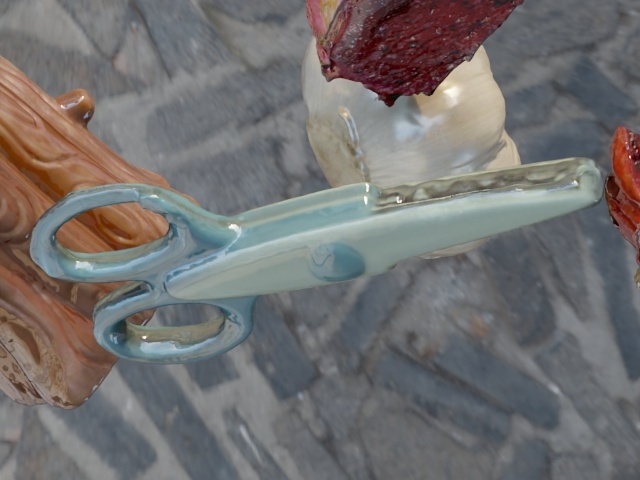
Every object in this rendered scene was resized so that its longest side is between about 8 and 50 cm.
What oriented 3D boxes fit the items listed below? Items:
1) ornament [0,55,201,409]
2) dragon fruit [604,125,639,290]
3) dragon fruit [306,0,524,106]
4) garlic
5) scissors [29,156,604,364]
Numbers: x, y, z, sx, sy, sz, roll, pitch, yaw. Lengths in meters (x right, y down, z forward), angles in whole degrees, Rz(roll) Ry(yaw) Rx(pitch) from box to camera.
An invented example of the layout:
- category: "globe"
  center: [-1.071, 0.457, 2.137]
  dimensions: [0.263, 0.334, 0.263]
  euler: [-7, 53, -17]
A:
- category: "ornament"
  center: [-0.246, -0.012, 1.230]
  dimensions: [0.235, 0.221, 0.217]
  euler: [-25, 129, 27]
- category: "dragon fruit"
  center: [0.299, -0.020, 1.384]
  dimensions: [0.122, 0.092, 0.192]
  euler: [-40, 137, -6]
- category: "dragon fruit"
  center: [0.076, -0.208, 1.181]
  dimensions: [0.163, 0.189, 0.261]
  euler: [23, 142, -15]
- category: "garlic"
  center: [0.091, -0.107, 1.363]
  dimensions: [0.178, 0.143, 0.229]
  euler: [-32, 84, -29]
- category: "scissors"
  center: [0.000, 0.000, 0.826]
  dimensions: [0.289, 0.041, 0.138]
  euler: [-11, 136, 18]
